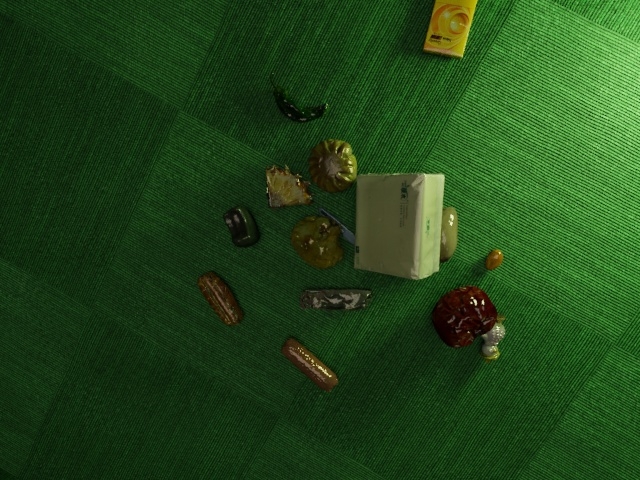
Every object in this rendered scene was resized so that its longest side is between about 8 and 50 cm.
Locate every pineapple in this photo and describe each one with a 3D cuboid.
[{"bbox_3d":[-0.141,-0.201,1.682,0.236,0.114,0.186,37,100,11],"label":"pineapple"}]

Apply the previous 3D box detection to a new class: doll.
[{"bbox_3d":[0.688,0.395,1.654,0.129,0.081,0.207,2,101,-28],"label":"doll"}]

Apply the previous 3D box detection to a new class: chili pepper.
[{"bbox_3d":[-0.108,-0.553,1.646,0.279,0.065,0.122,31,91,0],"label":"chili pepper"}]

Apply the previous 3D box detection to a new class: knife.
[{"bbox_3d":[0.108,-0.030,1.708,0.313,0.019,0.044,40,107,0],"label":"knife"}]

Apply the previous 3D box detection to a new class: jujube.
[{"bbox_3d":[0.553,0.294,1.599,0.232,0.213,0.213,-30,93,0],"label":"jujube"}]

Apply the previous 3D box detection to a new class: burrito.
[{"bbox_3d":[0.066,0.247,1.722,0.309,0.066,0.096,-2,94,4],"label":"burrito"}]

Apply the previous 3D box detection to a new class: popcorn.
[{"bbox_3d":[0.000,0.000,1.657,0.226,0.200,0.203,30,71,33],"label":"popcorn"}]

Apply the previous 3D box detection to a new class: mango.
[{"bbox_3d":[0.687,0.079,1.637,0.060,0.046,0.089,26,112,5],"label":"mango"}]

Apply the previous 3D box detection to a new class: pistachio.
[{"bbox_3d":[0.478,-0.024,1.615,0.136,0.136,0.226,6,90,6],"label":"pistachio"}]

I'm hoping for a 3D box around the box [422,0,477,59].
[{"bbox_3d":[0.490,-0.833,1.546,0.152,0.043,0.269,15,98,5],"label":"box"}]

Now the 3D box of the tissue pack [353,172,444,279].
[{"bbox_3d":[0.289,-0.065,1.547,0.297,0.207,0.380,5,98,40],"label":"tissue pack"}]

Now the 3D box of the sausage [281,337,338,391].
[{"bbox_3d":[-0.047,0.531,1.760,0.289,0.086,0.086,41,100,0],"label":"sausage"}]

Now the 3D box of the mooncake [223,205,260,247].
[{"bbox_3d":[-0.324,-0.052,1.682,0.104,0.175,0.168,-22,135,5],"label":"mooncake"}]

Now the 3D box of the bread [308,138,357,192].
[{"bbox_3d":[0.046,-0.296,1.639,0.213,0.105,0.213,1,99,9],"label":"bread"}]

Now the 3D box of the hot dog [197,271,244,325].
[{"bbox_3d":[-0.429,0.253,1.783,0.115,0.072,0.269,-37,91,2],"label":"hot dog"}]
